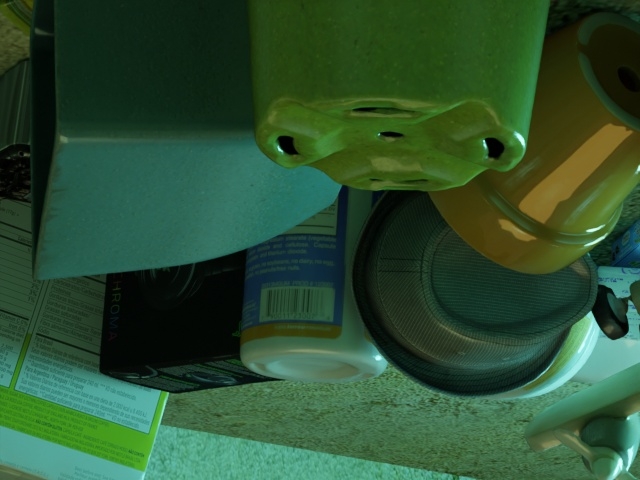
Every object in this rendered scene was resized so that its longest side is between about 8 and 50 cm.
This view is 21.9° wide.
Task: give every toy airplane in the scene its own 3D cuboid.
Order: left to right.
[{"bbox_3d":[0.446,0.133,1.796,0.384,0.272,0.386,-22,173,-22],"label":"toy airplane"}]

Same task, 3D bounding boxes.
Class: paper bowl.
[{"bbox_3d":[0.397,0.113,2.127,0.284,0.148,0.284,4,177,0],"label":"paper bowl"}]

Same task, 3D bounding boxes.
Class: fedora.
[{"bbox_3d":[0.170,0.035,1.608,0.275,0.243,0.124,14,175,-24],"label":"fedora"}]

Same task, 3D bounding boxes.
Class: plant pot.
[{"bbox_3d":[-0.098,-0.123,1.323,0.252,0.247,0.248,2,153,-13],"label":"plant pot"},{"bbox_3d":[0.051,-0.178,1.122,0.276,0.254,0.276,4,164,1],"label":"plant pot"},{"bbox_3d":[0.220,-0.101,1.485,0.205,0.205,0.188,13,146,-29],"label":"plant pot"}]

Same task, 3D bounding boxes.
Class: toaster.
[{"bbox_3d":[-0.271,-0.099,1.712,0.186,0.110,0.168,12,161,-26],"label":"toaster"}]

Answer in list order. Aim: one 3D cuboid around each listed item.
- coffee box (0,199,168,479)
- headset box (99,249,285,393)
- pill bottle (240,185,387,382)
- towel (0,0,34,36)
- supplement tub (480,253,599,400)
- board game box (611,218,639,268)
[{"bbox_3d":[-0.380,0.148,2.104,0.338,0.334,0.337,20,160,-15],"label":"coffee box"},{"bbox_3d":[-0.100,0.034,1.885,0.283,0.246,0.131,-9,160,39],"label":"headset box"},{"bbox_3d":[0.000,0.000,1.701,0.152,0.272,0.152,3,163,1],"label":"pill bottle"},{"bbox_3d":[-0.165,-0.204,1.492,0.237,0.021,0.102,-3,163,21],"label":"towel"},{"bbox_3d":[0.178,0.048,1.884,0.241,0.241,0.331,-4,162,24],"label":"supplement tub"},{"bbox_3d":[0.460,-0.001,2.011,0.160,0.039,0.211,6,163,-6],"label":"board game box"}]
